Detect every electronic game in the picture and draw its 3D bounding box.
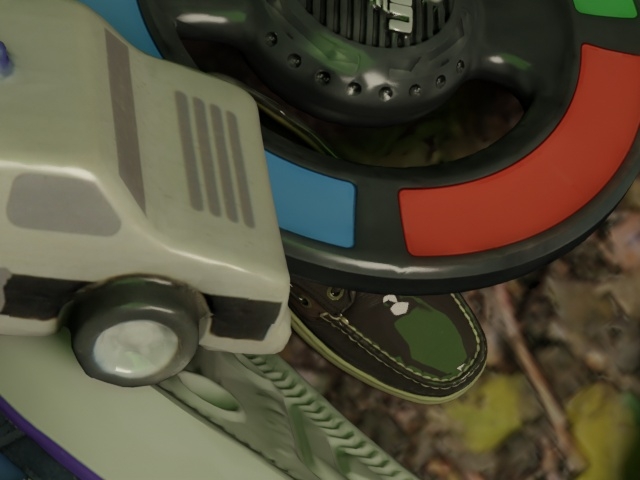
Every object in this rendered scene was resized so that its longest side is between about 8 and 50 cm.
[{"bbox_3d":[0.013,-0.082,0.614,0.229,0.048,0.229,9,55,-13],"label":"electronic game"}]

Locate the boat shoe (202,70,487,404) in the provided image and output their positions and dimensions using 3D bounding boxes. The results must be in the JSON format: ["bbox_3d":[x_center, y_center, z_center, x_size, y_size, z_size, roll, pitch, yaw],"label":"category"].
[{"bbox_3d":[0.000,0.000,0.625,0.152,0.049,0.056,41,78,3],"label":"boat shoe"}]

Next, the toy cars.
[{"bbox_3d":[-0.176,-0.084,0.482,0.394,0.087,0.176,33,44,12],"label":"toy cars"}]

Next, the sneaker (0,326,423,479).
[{"bbox_3d":[-0.076,0.148,0.544,0.323,0.130,0.236,35,101,25],"label":"sneaker"}]
